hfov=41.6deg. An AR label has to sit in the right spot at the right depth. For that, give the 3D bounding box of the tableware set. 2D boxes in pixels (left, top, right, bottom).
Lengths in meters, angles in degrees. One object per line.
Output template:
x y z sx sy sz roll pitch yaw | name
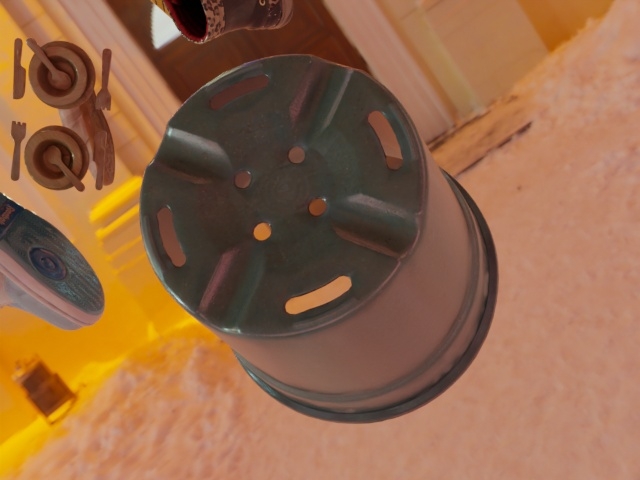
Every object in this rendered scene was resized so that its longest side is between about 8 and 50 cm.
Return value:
-0.340 -0.158 1.086 0.128 0.194 0.039 6 11 -1 | tableware set

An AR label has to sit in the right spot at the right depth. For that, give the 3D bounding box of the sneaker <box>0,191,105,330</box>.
-0.433 0.045 1.019 0.208 0.319 0.127 -49 9 17 | sneaker

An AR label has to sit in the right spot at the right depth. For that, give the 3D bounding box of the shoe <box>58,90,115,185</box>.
-0.386 -0.192 1.367 0.058 0.219 0.076 -13 9 9 | shoe

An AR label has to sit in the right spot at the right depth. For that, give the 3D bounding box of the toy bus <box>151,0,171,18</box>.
-0.241 -0.491 1.413 0.108 0.130 0.333 -46 -4 -11 | toy bus

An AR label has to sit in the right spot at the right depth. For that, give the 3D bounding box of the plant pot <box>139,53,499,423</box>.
0.000 0.000 0.851 0.341 0.341 0.334 -36 -21 2 | plant pot

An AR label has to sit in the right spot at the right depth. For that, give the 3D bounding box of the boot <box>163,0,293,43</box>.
-0.141 -0.377 1.101 0.085 0.236 0.178 -15 13 41 | boot
